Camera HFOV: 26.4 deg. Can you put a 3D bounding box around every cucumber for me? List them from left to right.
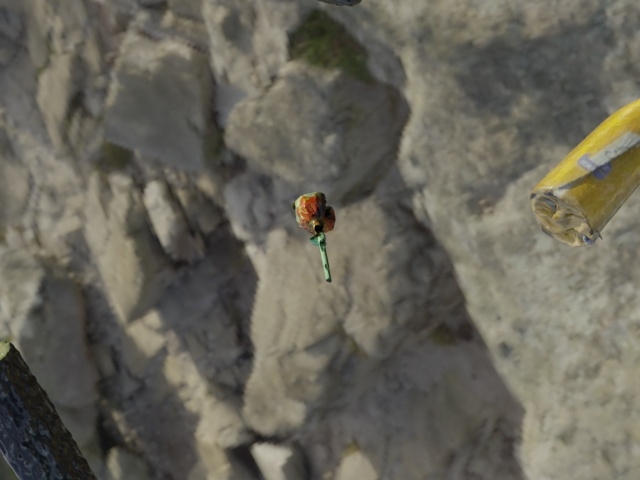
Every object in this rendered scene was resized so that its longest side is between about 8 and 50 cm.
[{"bbox_3d":[-0.263,0.233,1.350,0.072,0.072,0.300,-7,115,56],"label":"cucumber"}]

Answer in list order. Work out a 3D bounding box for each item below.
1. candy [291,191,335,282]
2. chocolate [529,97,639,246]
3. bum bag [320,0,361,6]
[{"bbox_3d":[0.000,0.000,1.581,0.049,0.055,0.184,-51,23,21],"label":"candy"},{"bbox_3d":[0.299,-0.091,1.359,0.086,0.219,0.085,36,156,19],"label":"chocolate"},{"bbox_3d":[0.003,-0.274,0.874,0.080,0.142,0.326,1,149,14],"label":"bum bag"}]
